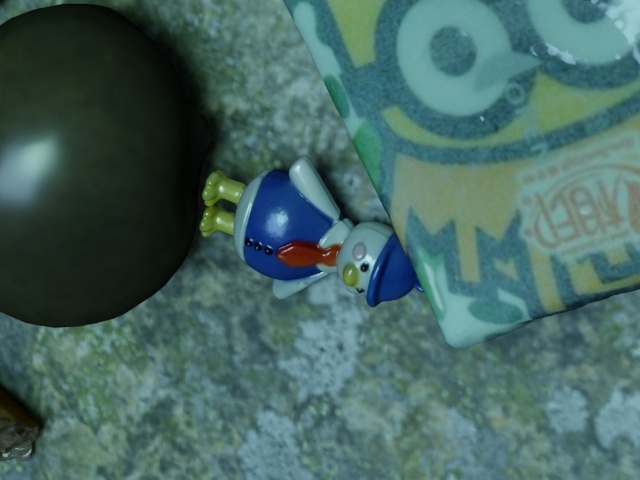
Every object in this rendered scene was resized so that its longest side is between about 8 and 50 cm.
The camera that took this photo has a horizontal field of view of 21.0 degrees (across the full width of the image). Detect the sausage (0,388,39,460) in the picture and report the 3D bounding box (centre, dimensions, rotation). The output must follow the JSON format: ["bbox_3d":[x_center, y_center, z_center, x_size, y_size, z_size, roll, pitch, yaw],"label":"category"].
[{"bbox_3d":[-0.302,0.038,1.146,0.103,0.076,0.302,-35,91,26],"label":"sausage"}]

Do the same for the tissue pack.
[{"bbox_3d":[0.109,-0.127,0.828,0.228,0.128,0.311,-21,97,35],"label":"tissue pack"}]

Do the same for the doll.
[{"bbox_3d":[0.000,0.000,0.982,0.143,0.058,0.099,22,128,14],"label":"doll"}]

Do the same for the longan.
[{"bbox_3d":[-0.151,-0.041,0.985,0.189,0.189,0.189,10,113,25],"label":"longan"}]
